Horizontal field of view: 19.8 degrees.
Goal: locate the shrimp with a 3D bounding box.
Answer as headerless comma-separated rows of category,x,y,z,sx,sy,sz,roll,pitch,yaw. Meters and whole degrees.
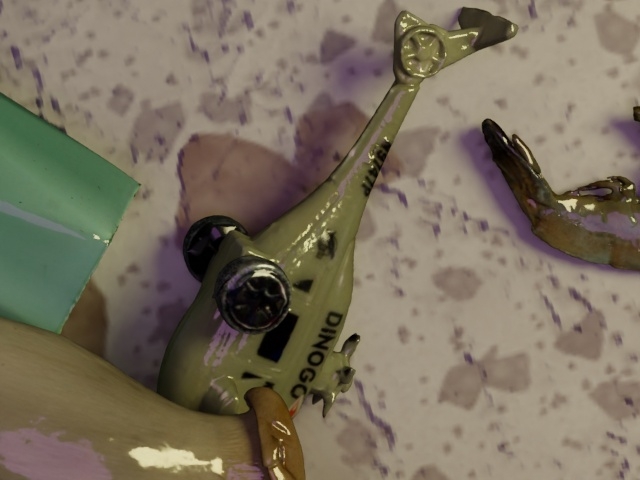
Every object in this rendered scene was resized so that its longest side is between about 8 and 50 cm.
shrimp,0.158,-0.080,0.953,0.148,0.035,0.195,1,97,5

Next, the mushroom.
mushroom,-0.111,0.096,0.872,0.212,0.088,0.097,12,74,-2

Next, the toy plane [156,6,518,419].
toy plane,0.000,0.000,0.942,0.108,0.092,0.286,25,97,-22

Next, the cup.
cup,-0.218,-0.035,0.919,0.236,0.134,0.148,31,68,-5
